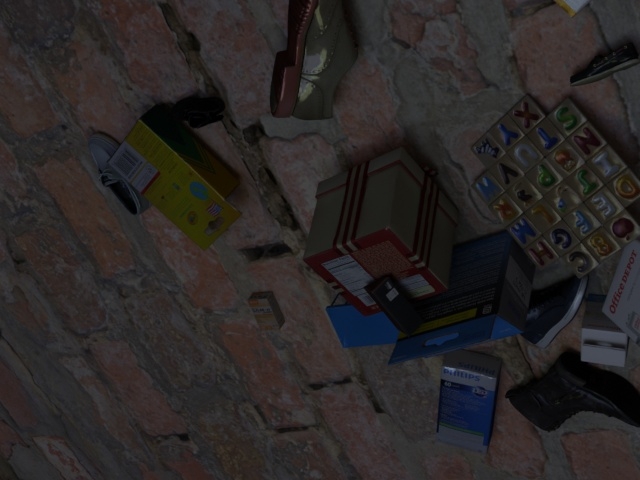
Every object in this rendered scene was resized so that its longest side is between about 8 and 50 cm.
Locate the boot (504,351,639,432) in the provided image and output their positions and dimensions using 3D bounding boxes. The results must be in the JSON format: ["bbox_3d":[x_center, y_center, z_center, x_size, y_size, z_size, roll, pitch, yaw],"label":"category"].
[{"bbox_3d":[0.585,0.379,1.986,0.263,0.091,0.229,35,136,5],"label":"boot"}]

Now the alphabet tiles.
[{"bbox_3d":[0.457,-0.103,1.686,0.342,0.011,0.285,52,131,8],"label":"alphabet tiles"}]

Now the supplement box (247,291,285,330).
[{"bbox_3d":[-0.140,0.182,2.219,0.062,0.036,0.098,-7,118,29],"label":"supplement box"}]

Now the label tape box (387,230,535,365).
[{"bbox_3d":[0.298,0.147,1.784,0.240,0.334,0.106,-21,119,35],"label":"label tape box"}]

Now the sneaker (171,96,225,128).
[{"bbox_3d":[-0.280,-0.284,1.930,0.170,0.089,0.051,-3,121,28],"label":"sneaker"}]

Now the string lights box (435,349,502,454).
[{"bbox_3d":[0.358,0.391,2.097,0.133,0.077,0.260,12,126,18],"label":"string lights box"}]

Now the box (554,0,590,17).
[{"bbox_3d":[0.459,-0.462,1.490,0.081,0.028,0.136,43,127,-7],"label":"box"}]

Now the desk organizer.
[{"bbox_3d":[0.146,0.129,1.736,0.130,0.047,0.050,51,169,-22],"label":"desk organizer"}]

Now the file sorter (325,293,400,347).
[{"bbox_3d":[0.123,0.171,2.040,0.170,0.104,0.118,-9,117,30],"label":"file sorter"}]

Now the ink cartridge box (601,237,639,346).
[{"bbox_3d":[0.687,0.132,1.629,0.283,0.117,0.207,51,146,45],"label":"ink cartridge box"}]

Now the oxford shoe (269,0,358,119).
[{"bbox_3d":[0.009,-0.420,1.698,0.146,0.140,0.397,7,126,-17],"label":"oxford shoe"}]

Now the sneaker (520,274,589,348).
[{"bbox_3d":[0.461,0.127,1.857,0.163,0.086,0.226,28,131,2],"label":"sneaker"}]

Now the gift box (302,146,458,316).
[{"bbox_3d":[0.135,-0.011,1.819,0.255,0.258,0.276,-17,133,31],"label":"gift box"}]

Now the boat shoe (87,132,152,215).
[{"bbox_3d":[-0.502,-0.160,2.128,0.079,0.081,0.227,-24,110,36],"label":"boat shoe"}]

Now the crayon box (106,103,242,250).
[{"bbox_3d":[-0.331,-0.143,2.046,0.318,0.081,0.202,44,136,-7],"label":"crayon box"}]

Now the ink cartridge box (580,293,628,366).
[{"bbox_3d":[0.595,0.192,1.800,0.092,0.143,0.090,5,124,23],"label":"ink cartridge box"}]

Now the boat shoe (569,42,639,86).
[{"bbox_3d":[0.509,-0.315,1.559,0.133,0.049,0.042,-22,83,42],"label":"boat shoe"}]
